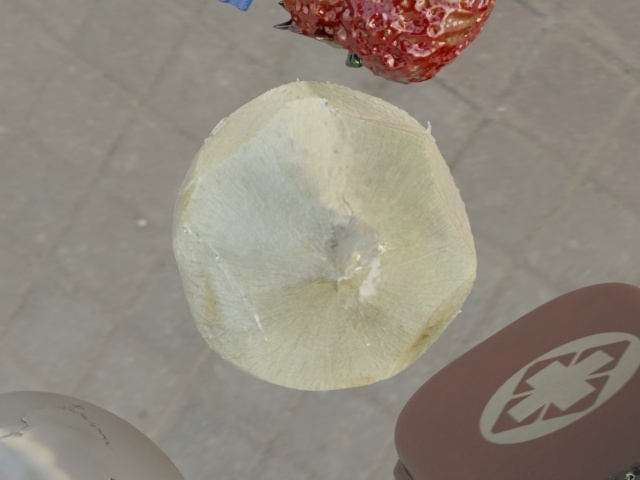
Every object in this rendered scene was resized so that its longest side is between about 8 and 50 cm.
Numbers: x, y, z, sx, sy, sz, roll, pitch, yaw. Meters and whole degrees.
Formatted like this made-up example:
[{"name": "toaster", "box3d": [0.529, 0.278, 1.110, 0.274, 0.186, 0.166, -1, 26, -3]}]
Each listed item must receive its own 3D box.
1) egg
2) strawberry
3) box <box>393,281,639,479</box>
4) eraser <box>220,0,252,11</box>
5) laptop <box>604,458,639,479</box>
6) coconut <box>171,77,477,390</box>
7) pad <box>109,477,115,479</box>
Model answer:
[{"name": "egg", "box3d": [-0.150, 0.172, 1.080, 0.146, 0.146, 0.198, -21, 126, 20]}, {"name": "strawberry", "box3d": [0.047, -0.166, 1.084, 0.131, 0.131, 0.148, 46, 150, 10]}, {"name": "box", "box3d": [0.195, 0.148, 1.316, 0.263, 0.404, 0.108, -33, 105, -5]}, {"name": "eraser", "box3d": [-0.054, -0.186, 1.085, 0.063, 0.027, 0.084, 24, 122, -11]}, {"name": "laptop", "box3d": [0.149, 0.126, 0.495, 0.180, 0.129, 0.016, 54, 152, 20]}, {"name": "coconut", "box3d": [0.000, -0.003, 0.938, 0.161, 0.162, 0.161, 0, 89, -7]}, {"name": "pad", "box3d": [-0.044, 0.168, 0.808, 0.003, 0.112, 0.157, -41, 91, -5]}]
